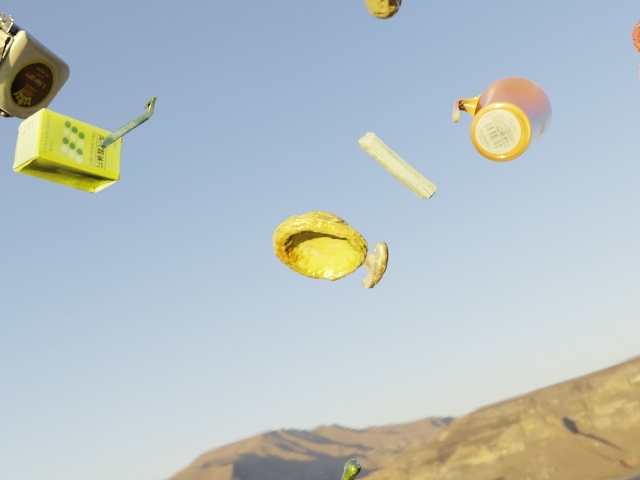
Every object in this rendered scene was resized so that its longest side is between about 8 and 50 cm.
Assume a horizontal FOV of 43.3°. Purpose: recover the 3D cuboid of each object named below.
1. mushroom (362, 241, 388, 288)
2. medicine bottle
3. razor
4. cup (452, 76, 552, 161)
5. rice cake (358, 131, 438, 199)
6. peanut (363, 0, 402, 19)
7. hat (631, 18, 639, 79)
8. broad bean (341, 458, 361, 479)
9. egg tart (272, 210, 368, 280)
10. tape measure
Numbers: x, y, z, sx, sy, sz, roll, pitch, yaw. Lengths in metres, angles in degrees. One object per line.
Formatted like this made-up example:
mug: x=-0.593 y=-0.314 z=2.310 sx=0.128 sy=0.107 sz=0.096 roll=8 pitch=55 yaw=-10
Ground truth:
mushroom: x=0.099 y=0.048 z=1.480 sx=0.019 sy=0.049 sz=0.101 roll=-2 pitch=-56 yaw=-34
medicine bottle: x=-0.664 y=-0.234 z=2.140 sx=0.141 sy=0.137 sz=0.250 roll=-20 pitch=-26 yaw=41
razor: x=-0.447 y=-0.270 z=1.896 sx=0.066 sy=0.033 sz=0.190 roll=-30 pitch=16 yaw=51
cup: x=0.407 y=-0.277 z=1.853 sx=0.226 sy=0.182 sz=0.264 roll=16 pitch=22 yaw=15
rice cake: x=0.175 y=-0.169 z=1.836 sx=0.043 sy=0.211 sz=0.034 roll=-50 pitch=0 yaw=-26
peanut: x=0.116 y=-0.508 z=1.557 sx=0.100 sy=0.099 sz=0.214 roll=-15 pitch=-25 yaw=-7
hat: x=0.848 y=-0.416 z=1.904 sx=0.237 sy=0.286 sz=0.107 roll=-46 pitch=-2 yaw=5
broad bean: x=0.072 y=0.581 z=1.989 sx=0.039 sy=0.069 sz=0.227 roll=19 pitch=-36 yaw=7
egg tart: x=0.000 y=0.000 z=2.451 sx=0.294 sy=0.123 sz=0.294 roll=5 pitch=-40 yaw=4
tape measure: x=-0.840 y=-0.457 z=2.185 sx=0.231 sy=0.133 sz=0.271 roll=-53 pitch=-21 yaw=-3
